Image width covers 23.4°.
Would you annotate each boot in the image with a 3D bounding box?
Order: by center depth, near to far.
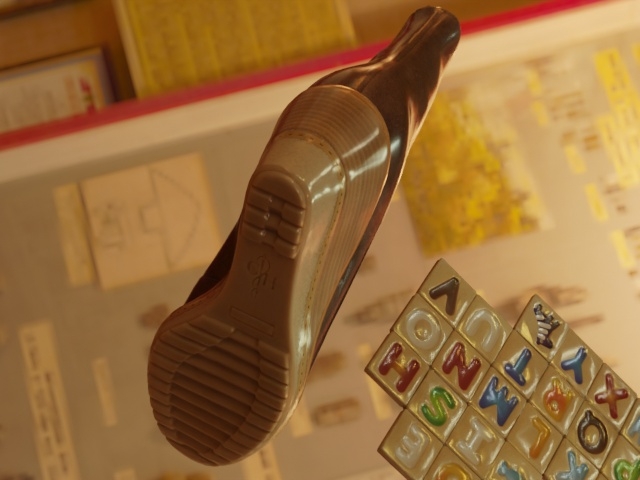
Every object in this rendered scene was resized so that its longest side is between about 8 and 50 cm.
[{"bbox_3d":[0.000,0.000,0.892,0.207,0.090,0.248,-47,165,-50],"label":"boot"}]

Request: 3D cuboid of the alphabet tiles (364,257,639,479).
[{"bbox_3d":[0.143,0.132,1.126,0.237,0.198,0.009,44,-36,-11],"label":"alphabet tiles"}]
